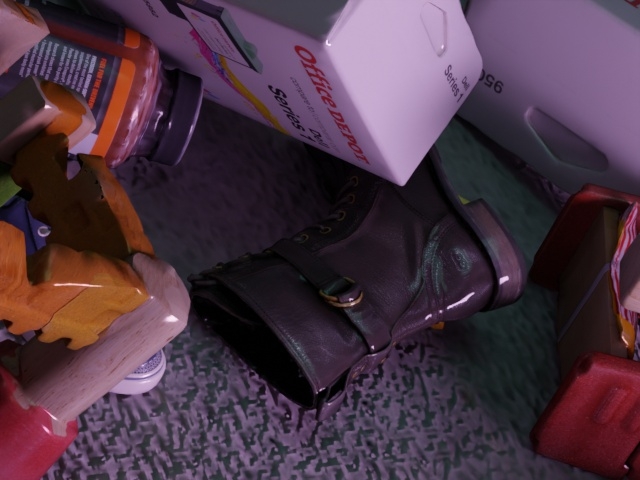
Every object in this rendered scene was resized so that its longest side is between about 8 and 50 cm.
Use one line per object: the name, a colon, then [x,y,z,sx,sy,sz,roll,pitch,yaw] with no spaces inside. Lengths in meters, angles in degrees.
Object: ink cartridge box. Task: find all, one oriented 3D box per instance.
ink cartridge box: [0.341,-0.169,1.581,0.285,0.166,0.395,37,40,26]
ink cartridge box: [-0.045,-0.175,1.281,0.278,0.201,0.117,25,74,29]

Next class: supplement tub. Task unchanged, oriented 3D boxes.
supplement tub: [-0.188,-0.115,1.288,0.198,0.106,0.106,18,42,-14]

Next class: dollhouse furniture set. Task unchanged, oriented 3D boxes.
dollhouse furniture set: [0.284,-0.007,1.260,0.152,0.374,0.201,17,44,-9]

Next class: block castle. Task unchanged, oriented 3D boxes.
block castle: [-0.301,-0.077,1.031,0.303,0.213,0.453,25,31,-59]

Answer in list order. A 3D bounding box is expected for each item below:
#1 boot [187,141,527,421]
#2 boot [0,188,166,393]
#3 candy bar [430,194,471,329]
boot: [0.000,0.000,1.301,0.229,0.091,0.263,-22,51,-31]
boot: [-0.172,0.018,1.177,0.190,0.086,0.069,36,41,6]
candy bar: [0.091,0.014,1.392,0.040,0.018,0.161,26,40,-5]
